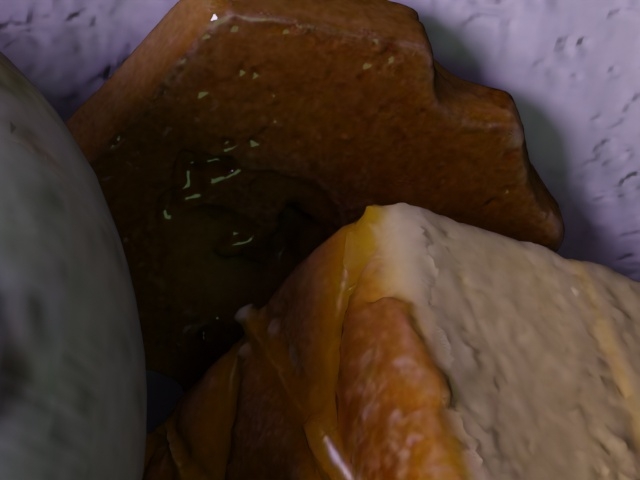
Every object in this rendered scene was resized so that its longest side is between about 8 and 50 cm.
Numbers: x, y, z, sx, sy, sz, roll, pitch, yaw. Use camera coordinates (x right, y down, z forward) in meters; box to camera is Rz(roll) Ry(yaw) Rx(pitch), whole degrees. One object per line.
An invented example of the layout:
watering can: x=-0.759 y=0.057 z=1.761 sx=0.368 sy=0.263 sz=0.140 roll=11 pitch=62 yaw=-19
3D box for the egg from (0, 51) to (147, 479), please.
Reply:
egg: x=-0.241 y=0.097 z=0.501 sx=0.428 sy=0.345 sz=0.345 roll=-42 pitch=124 yaw=14

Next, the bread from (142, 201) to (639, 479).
bread: x=0.041 y=0.179 z=0.634 sx=0.207 sy=0.279 sz=0.279 roll=13 pitch=137 yaw=-34

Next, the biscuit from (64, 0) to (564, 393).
biscuit: x=0.000 y=-0.002 z=0.665 sx=0.215 sy=0.034 sz=0.182 roll=32 pitch=117 yaw=-33
